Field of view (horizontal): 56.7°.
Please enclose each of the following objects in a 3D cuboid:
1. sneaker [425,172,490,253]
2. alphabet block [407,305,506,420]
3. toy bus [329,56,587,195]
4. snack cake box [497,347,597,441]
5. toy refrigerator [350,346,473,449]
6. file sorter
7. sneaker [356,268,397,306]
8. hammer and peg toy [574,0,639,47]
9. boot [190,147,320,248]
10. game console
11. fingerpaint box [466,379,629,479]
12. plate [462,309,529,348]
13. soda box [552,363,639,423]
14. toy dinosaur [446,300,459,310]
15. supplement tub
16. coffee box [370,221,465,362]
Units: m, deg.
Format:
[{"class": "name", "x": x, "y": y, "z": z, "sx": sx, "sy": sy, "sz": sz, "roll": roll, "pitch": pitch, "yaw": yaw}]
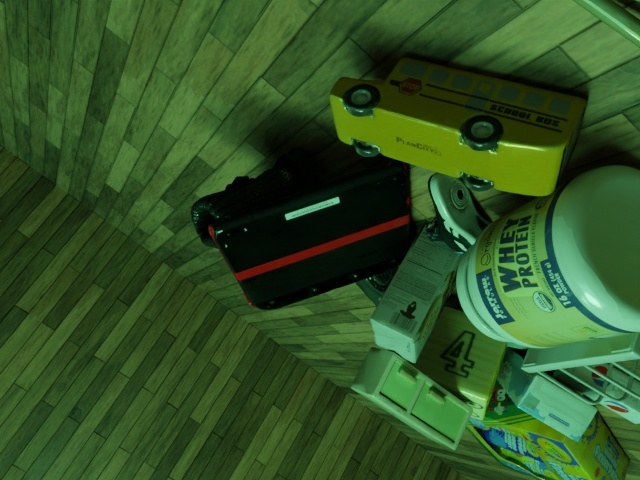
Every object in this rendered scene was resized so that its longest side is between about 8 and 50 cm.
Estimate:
[{"class": "sneaker", "x": 0.230, "y": -0.041, "z": 1.108, "sx": 0.121, "sy": 0.079, "sz": 0.217, "roll": 0, "pitch": 143, "yaw": 49}, {"class": "alphabet block", "x": 0.330, "y": 0.294, "z": 1.436, "sx": 0.197, "sy": 0.193, "sz": 0.192, "roll": 17, "pitch": 156, "yaw": 20}, {"class": "toy bus", "x": 0.183, "y": -0.168, "z": 0.843, "sx": 0.332, "sy": 0.130, "sz": 0.108, "roll": 21, "pitch": 156, "yaw": 24}, {"class": "snack cake box", "x": 0.519, "y": 0.354, "z": 1.399, "sx": 0.152, "sy": 0.089, "sz": 0.264, "roll": 29, "pitch": -175, "yaw": 4}, {"class": "toy refrigerator", "x": 0.205, "y": 0.345, "z": 1.288, "sx": 0.269, "sy": 0.102, "sz": 0.094, "roll": 38, "pitch": 162, "yaw": -24}, {"class": "file sorter", "x": 0.522, "y": 0.165, "z": 1.016, "sx": 0.173, "sy": 0.193, "sz": 0.278, "roll": 31, "pitch": 158, "yaw": -5}, {"class": "sneaker", "x": 0.161, "y": 0.120, "z": 1.529, "sx": 0.130, "sy": 0.109, "sz": 0.286, "roll": 19, "pitch": 149, "yaw": 51}, {"class": "hammer and peg toy", "x": 0.309, "y": -0.260, "z": 0.497, "sx": 0.266, "sy": 0.127, "sz": 0.361, "roll": 27, "pitch": 157, "yaw": 12}, {"class": "boot", "x": -0.159, "y": -0.057, "z": 1.319, "sx": 0.131, "sy": 0.260, "sz": 0.348, "roll": 49, "pitch": 156, "yaw": 10}, {"class": "game console", "x": 0.000, "y": 0.000, "z": 1.206, "sx": 0.342, "sy": 0.386, "sz": 0.060, "roll": 74, "pitch": 176, "yaw": -54}, {"class": "fingerpaint box", "x": 0.628, "y": 0.562, "z": 1.723, "sx": 0.371, "sy": 0.163, "sz": 0.445, "roll": 6, "pitch": 146, "yaw": 47}, {"class": "plate", "x": 0.431, "y": 0.199, "z": 1.416, "sx": 0.188, "sy": 0.024, "sz": 0.188, "roll": 27, "pitch": 156, "yaw": 13}, {"class": "soda box", "x": 0.649, "y": 0.329, "z": 1.345, "sx": 0.216, "sy": 0.069, "sz": 0.074, "roll": 31, "pitch": 158, "yaw": 6}, {"class": "toy dinosaur", "x": 0.269, "y": 0.131, "z": 1.472, "sx": 0.183, "sy": 0.053, "sz": 0.092, "roll": 34, "pitch": 144, "yaw": -25}, {"class": "supplement tub", "x": 0.370, "y": 0.043, "z": 0.909, "sx": 0.228, "sy": 0.228, "sz": 0.316, "roll": 34, "pitch": 157, "yaw": -5}, {"class": "coffee box", "x": 0.206, "y": 0.107, "z": 1.224, "sx": 0.098, "sy": 0.246, "sz": 0.141, "roll": 24, "pitch": 156, "yaw": 21}]
